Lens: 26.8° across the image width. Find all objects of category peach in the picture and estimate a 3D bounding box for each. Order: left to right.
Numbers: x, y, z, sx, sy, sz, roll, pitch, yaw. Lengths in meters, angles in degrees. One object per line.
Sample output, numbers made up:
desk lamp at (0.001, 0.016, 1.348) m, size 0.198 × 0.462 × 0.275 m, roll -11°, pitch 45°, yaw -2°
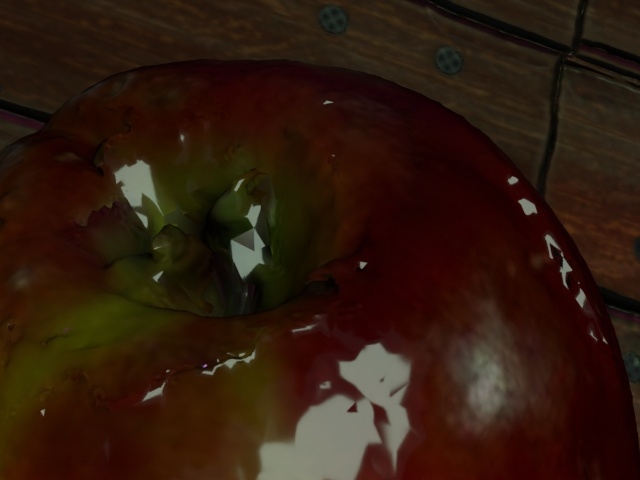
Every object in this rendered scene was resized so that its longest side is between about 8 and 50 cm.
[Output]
peach at (-0.031, 0.139, 0.627) m, size 0.339 × 0.416 × 0.353 m, roll -14°, pitch 45°, yaw -12°

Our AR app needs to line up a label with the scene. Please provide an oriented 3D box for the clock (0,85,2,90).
clock at (-0.304, -0.147, 0.715) m, size 0.186 × 0.083 × 0.253 m, roll -24°, pitch 86°, yaw -22°
